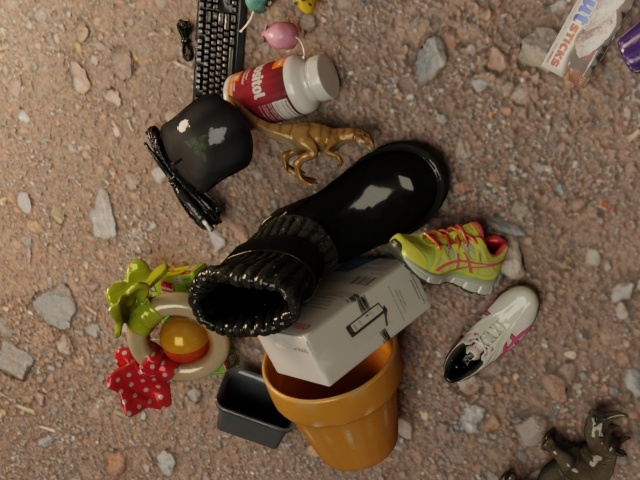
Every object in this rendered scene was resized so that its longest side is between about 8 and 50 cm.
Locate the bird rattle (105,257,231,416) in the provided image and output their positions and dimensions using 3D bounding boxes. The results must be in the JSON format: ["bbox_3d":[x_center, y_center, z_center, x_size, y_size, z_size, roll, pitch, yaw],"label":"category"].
[{"bbox_3d":[-0.244,0.164,1.704,0.207,0.143,0.253,-2,114,7],"label":"bird rattle"}]

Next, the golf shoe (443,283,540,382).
[{"bbox_3d":[0.246,0.140,1.552,0.067,0.086,0.186,40,120,5],"label":"golf shoe"}]

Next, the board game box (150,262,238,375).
[{"bbox_3d":[-0.208,0.133,1.768,0.092,0.043,0.181,-9,107,27],"label":"board game box"}]

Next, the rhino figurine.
[{"bbox_3d":[0.368,0.326,1.585,0.106,0.073,0.243,42,120,7],"label":"rhino figurine"}]

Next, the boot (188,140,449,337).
[{"bbox_3d":[0.001,0.004,1.497,0.348,0.260,0.131,-30,97,31],"label":"boot"}]

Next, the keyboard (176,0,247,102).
[{"bbox_3d":[-0.164,-0.285,1.588,0.108,0.023,0.180,14,115,18],"label":"keyboard"}]

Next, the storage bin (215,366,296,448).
[{"bbox_3d":[-0.104,0.274,1.758,0.135,0.098,0.091,20,137,-1],"label":"storage bin"}]

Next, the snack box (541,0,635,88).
[{"bbox_3d":[0.349,-0.283,1.365,0.064,0.022,0.178,31,120,10],"label":"snack box"}]

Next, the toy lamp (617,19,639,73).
[{"bbox_3d":[0.486,-0.279,1.278,0.275,0.080,0.080,-24,100,29],"label":"toy lamp"}]

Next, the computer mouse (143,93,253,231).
[{"bbox_3d":[-0.183,-0.116,1.569,0.188,0.072,0.272,55,150,-1],"label":"computer mouse"}]

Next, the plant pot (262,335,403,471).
[{"bbox_3d":[0.036,0.237,1.633,0.205,0.205,0.188,-1,127,24],"label":"plant pot"}]

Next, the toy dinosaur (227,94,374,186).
[{"bbox_3d":[-0.031,-0.142,1.525,0.212,0.064,0.112,8,112,-4],"label":"toy dinosaur"}]

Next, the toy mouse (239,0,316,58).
[{"bbox_3d":[-0.069,-0.318,1.504,0.143,0.031,0.161,-16,83,34],"label":"toy mouse"}]

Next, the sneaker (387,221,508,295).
[{"bbox_3d":[0.178,0.009,1.487,0.081,0.208,0.094,49,116,42],"label":"sneaker"}]

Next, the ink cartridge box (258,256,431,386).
[{"bbox_3d":[0.030,0.110,1.536,0.148,0.203,0.086,3,124,58],"label":"ink cartridge box"}]

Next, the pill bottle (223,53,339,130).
[{"bbox_3d":[-0.054,-0.213,1.533,0.152,0.086,0.086,-13,105,27],"label":"pill bottle"}]
